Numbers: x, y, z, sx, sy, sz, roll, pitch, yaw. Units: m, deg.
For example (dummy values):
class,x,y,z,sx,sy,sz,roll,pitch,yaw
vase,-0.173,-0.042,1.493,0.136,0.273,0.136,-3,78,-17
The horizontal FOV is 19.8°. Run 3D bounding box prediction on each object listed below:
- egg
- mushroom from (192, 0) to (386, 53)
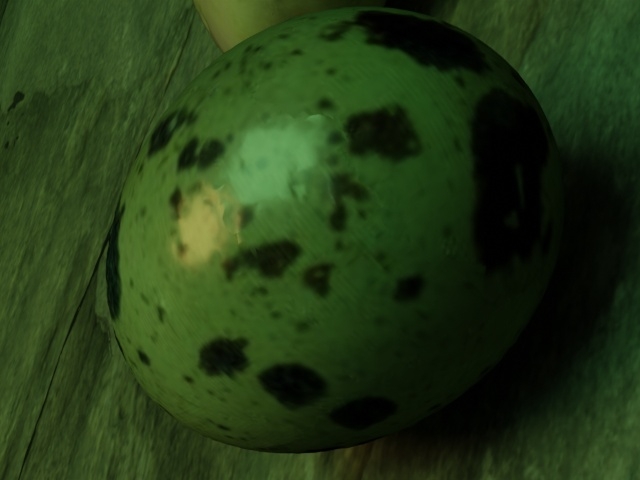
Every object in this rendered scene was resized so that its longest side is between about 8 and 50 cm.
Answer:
class,x,y,z,sx,sy,sz,roll,pitch,yaw
egg,0.000,0.000,1.275,0.379,0.287,0.288,-34,42,35
mushroom,-0.019,-0.252,1.587,0.246,0.202,0.246,46,145,46
